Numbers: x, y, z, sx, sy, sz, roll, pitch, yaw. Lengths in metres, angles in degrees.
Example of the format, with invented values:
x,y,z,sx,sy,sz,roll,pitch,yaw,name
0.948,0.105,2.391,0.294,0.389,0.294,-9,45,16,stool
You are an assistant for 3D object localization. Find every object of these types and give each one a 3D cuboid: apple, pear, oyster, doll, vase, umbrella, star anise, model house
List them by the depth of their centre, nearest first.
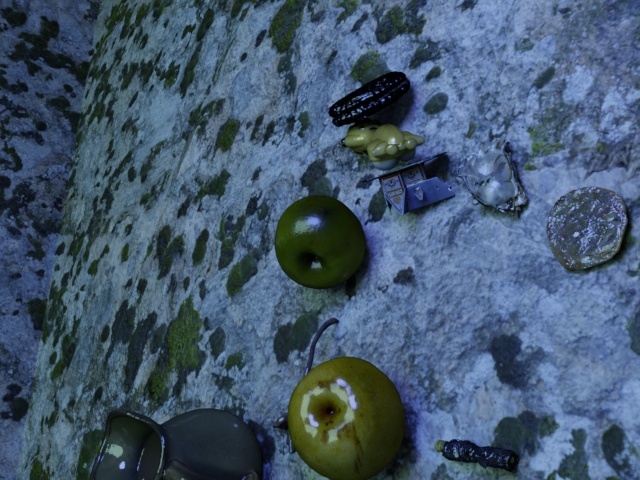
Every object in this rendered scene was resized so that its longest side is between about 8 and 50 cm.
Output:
x,y,z,sx,sy,sz,roll,pitch,yaw,name
0.240,0.334,1.056,0.143,0.040,0.037,-7,75,48,umbrella
0.050,0.308,1.160,0.208,0.208,0.209,-24,55,40,pear
0.302,-0.106,1.194,0.108,0.053,0.166,-22,47,19,oyster
0.003,0.280,1.302,0.148,0.218,0.228,12,96,9,star anise
0.176,-0.103,1.307,0.166,0.117,0.088,-19,92,18,model house
-0.253,0.459,1.344,0.329,0.302,0.241,4,74,48,vase
0.122,-0.201,1.372,0.117,0.086,0.291,-22,19,-9,doll
0.000,0.000,1.381,0.196,0.196,0.157,-35,29,33,apple

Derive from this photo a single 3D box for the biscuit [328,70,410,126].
x,y,z,sx,sy,sz,roll,pitch,yaw,name
0.104,-0.304,1.445,0.194,0.053,0.194,-27,15,8,biscuit

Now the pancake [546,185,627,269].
x,y,z,sx,sy,sz,roll,pitch,yaw,name
0.413,-0.021,1.047,0.139,0.022,0.140,-25,53,39,pancake
